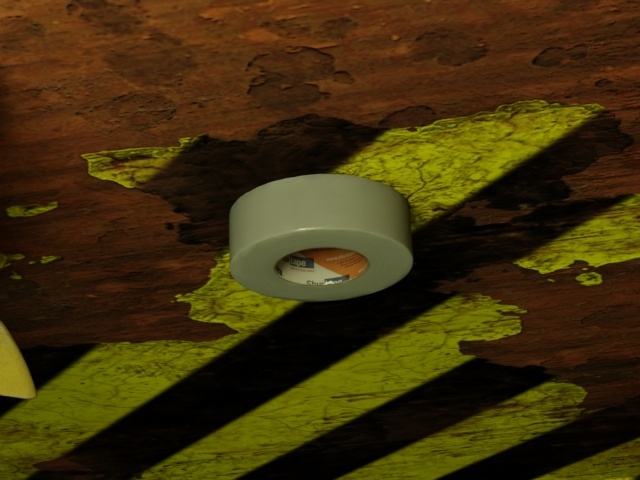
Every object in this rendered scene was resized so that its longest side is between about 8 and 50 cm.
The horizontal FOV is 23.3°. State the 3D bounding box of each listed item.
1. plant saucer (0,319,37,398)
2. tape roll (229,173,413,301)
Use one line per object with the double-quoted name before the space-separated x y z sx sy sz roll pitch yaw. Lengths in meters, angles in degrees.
"plant saucer" -0.532 0.088 1.850 0.333 0.081 0.333 14 -176 -33
"tape roll" 0.000 0.000 1.851 0.219 0.072 0.219 -2 157 -1
